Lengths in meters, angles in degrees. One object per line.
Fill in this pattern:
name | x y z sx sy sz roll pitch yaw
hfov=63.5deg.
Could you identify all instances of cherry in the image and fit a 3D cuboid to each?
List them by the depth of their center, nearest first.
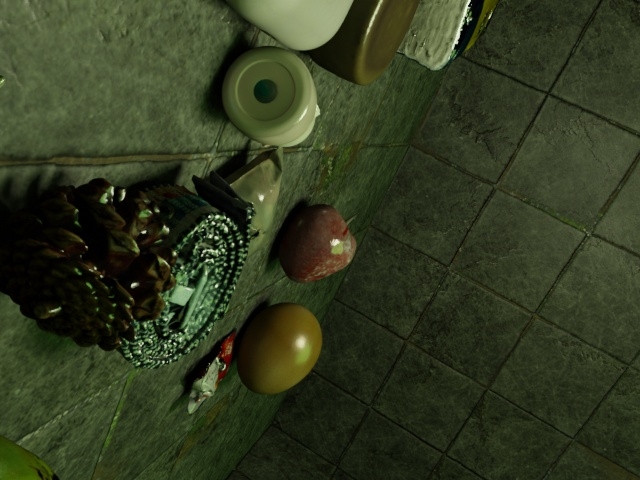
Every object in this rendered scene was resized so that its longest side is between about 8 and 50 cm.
cherry | 0.000 0.000 1.541 0.285 0.213 0.236 -40 142 8

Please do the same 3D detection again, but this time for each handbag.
handbag | -0.153 -0.053 1.050 0.182 0.117 0.270 -39 157 -40

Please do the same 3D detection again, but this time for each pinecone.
pinecone | -0.262 0.019 0.605 0.208 0.207 0.208 -56 167 -21

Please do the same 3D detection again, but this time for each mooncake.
mooncake | 0.083 -0.453 0.989 0.284 0.155 0.284 -58 169 -17

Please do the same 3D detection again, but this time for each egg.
egg | -0.138 0.352 1.679 0.322 0.250 0.250 -51 168 5

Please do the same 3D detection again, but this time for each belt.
belt | -0.244 0.039 0.798 0.206 0.160 0.295 -3 122 -55

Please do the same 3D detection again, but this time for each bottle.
bottle | -0.072 -0.232 0.910 0.148 0.147 0.236 -62 175 4

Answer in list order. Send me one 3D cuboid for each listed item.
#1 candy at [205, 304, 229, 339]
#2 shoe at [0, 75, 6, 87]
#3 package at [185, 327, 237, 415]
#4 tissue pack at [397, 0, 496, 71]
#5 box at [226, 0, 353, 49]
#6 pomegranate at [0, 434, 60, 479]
candy | -0.266 0.187 1.223 0.083 0.091 0.305 -56 173 -31
shoe | -0.274 -0.194 0.291 0.103 0.098 0.275 -58 167 -28
package | -0.314 0.381 1.493 0.194 0.071 0.269 -63 180 19
tissue pack | 0.297 -0.614 1.259 0.416 0.253 0.264 -48 162 -50
box | -0.002 -0.447 0.697 0.349 0.141 0.288 -64 166 13
pomegranate | -0.404 0.371 0.561 0.260 0.341 0.260 -22 157 -10
